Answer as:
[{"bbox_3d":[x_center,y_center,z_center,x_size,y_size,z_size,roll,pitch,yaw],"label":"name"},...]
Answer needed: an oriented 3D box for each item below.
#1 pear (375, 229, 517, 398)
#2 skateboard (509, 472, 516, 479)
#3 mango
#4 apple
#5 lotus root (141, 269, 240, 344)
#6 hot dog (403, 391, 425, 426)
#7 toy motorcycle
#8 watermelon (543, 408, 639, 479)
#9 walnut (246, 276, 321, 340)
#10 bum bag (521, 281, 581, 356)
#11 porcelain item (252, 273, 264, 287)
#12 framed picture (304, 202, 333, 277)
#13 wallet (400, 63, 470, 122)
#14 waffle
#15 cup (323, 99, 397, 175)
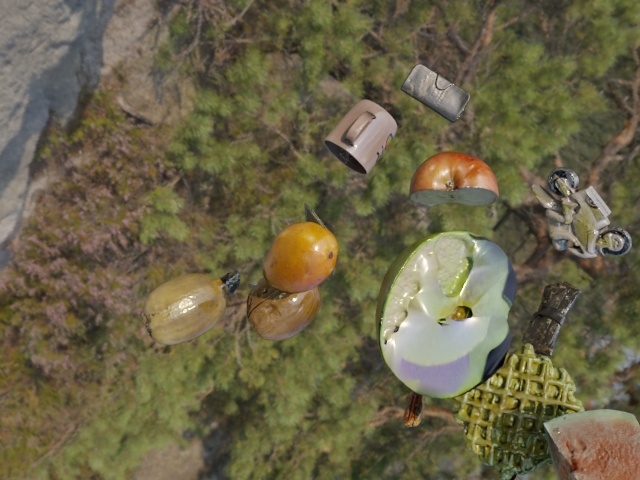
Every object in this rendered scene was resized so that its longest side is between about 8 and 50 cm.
[{"bbox_3d":[0.277,0.161,1.561,0.399,0.399,0.165,-42,-158,-12],"label":"pear"},{"bbox_3d":[0.517,0.581,1.775,0.067,0.151,0.080,-5,176,32],"label":"skateboard"},{"bbox_3d":[-0.056,0.046,1.395,0.217,0.141,0.102,-28,-161,45],"label":"mango"},{"bbox_3d":[0.446,-0.216,2.167,0.251,0.293,0.163,43,49,-72],"label":"apple"},{"bbox_3d":[-0.365,0.182,1.869,0.310,0.183,0.183,-26,156,-15],"label":"lotus root"},{"bbox_3d":[0.282,0.496,1.928,0.062,0.038,0.144,-21,-157,31],"label":"hot dog"},{"bbox_3d":[0.811,-0.065,2.062,0.108,0.340,0.223,-29,170,-45],"label":"toy motorcycle"},{"bbox_3d":[0.593,0.490,1.352,0.213,0.261,0.201,-22,165,12],"label":"watermelon"},{"bbox_3d":[-0.096,0.161,1.635,0.207,0.167,0.167,-36,164,16],"label":"walnut"},{"bbox_3d":[0.656,0.221,1.849,0.248,0.102,0.069,-55,144,-24],"label":"bum bag"},{"bbox_3d":[-0.217,0.167,2.360,0.075,0.021,0.136,16,78,-40],"label":"porcelain item"},{"bbox_3d":[0.000,0.000,2.585,0.016,0.216,0.273,-28,150,-17],"label":"framed picture"},{"bbox_3d":[0.273,-0.350,1.524,0.082,0.157,0.018,-56,177,8],"label":"wallet"},{"bbox_3d":[0.491,0.429,1.618,0.317,0.297,0.073,-33,158,9],"label":"waffle"},{"bbox_3d":[0.142,-0.367,2.194,0.200,0.191,0.253,-52,170,-5],"label":"cup"}]
